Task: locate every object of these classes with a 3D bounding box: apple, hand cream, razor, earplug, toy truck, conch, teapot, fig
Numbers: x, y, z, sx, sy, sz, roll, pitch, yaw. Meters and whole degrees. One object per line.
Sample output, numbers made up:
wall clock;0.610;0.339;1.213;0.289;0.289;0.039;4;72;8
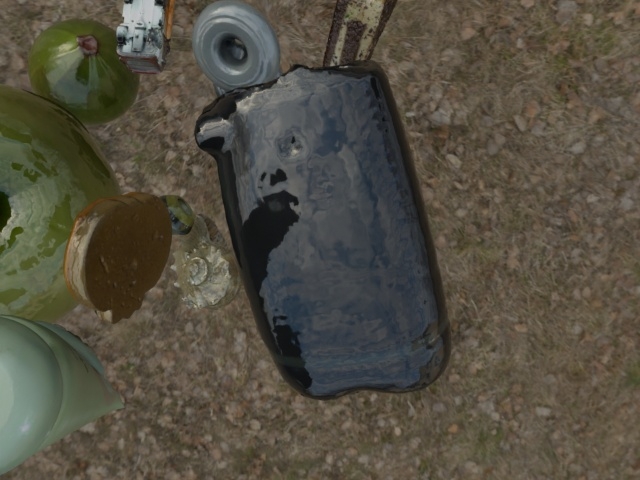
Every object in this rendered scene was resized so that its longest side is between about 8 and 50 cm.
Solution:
apple;-0.583;-0.044;0.988;0.473;0.474;0.474;-2;110;-5
hand cream;-0.227;0.110;0.439;0.147;0.306;0.093;37;74;-6
razor;0.009;0.000;0.574;0.204;0.113;0.349;-12;108;14
earplug;-0.181;-0.427;1.343;0.214;0.326;0.175;15;72;10
toy truck;-0.411;-0.536;1.337;0.114;0.135;0.271;4;79;-2
conch;-0.356;0.078;1.751;0.209;0.352;0.297;-17;79;-6
teapot;-0.433;-0.060;1.584;0.119;0.165;0.130;-36;88;9
fig;-0.642;-0.473;1.543;0.315;0.316;0.316;-2;110;-5

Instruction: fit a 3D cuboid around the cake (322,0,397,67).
cake;0.070;-0.463;1.288;0.112;0.135;0.246;28;112;6

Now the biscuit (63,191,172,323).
biscuit;-0.256;0.020;0.707;0.050;0.170;0.171;14;111;19
